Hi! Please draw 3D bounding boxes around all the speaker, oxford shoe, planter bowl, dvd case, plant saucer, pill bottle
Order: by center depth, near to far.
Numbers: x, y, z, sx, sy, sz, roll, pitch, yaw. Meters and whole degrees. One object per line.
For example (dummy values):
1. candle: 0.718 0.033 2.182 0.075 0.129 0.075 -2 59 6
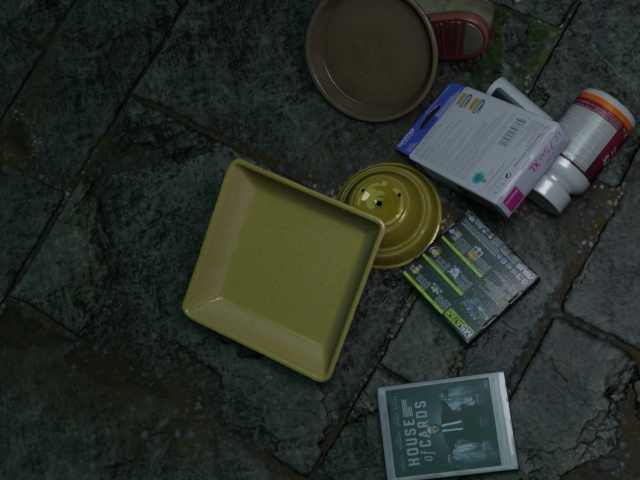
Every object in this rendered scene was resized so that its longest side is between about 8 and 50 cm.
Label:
1. dvd case: 0.230 0.341 1.846 0.239 0.029 0.179 -9 73 11
2. pill bottle: 0.469 -0.162 1.869 0.121 0.121 0.221 38 87 19
3. plant saucer: -0.064 0.051 1.924 0.333 0.081 0.332 24 104 18
4. planter bowl: 0.119 -0.061 1.944 0.217 0.090 0.217 -3 75 13
5. speaker: 0.383 -0.252 1.948 0.055 0.055 0.136 -44 71 0
6. plant saucer: 0.102 -0.370 1.984 0.278 0.041 0.277 10 115 21
7. oxford shoe: 0.180 -0.438 2.034 0.348 0.123 0.130 10 47 21

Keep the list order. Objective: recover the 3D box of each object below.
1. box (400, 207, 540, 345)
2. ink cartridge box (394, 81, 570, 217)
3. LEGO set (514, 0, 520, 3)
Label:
1. box: 0.280 0.067 1.897 0.184 0.045 0.190 -44 71 2
2. ink cartridge box: 0.295 -0.178 1.898 0.185 0.065 0.311 -51 42 -3
3. LEGO set: 0.304 -0.560 2.025 0.087 0.093 0.227 -36 71 3
